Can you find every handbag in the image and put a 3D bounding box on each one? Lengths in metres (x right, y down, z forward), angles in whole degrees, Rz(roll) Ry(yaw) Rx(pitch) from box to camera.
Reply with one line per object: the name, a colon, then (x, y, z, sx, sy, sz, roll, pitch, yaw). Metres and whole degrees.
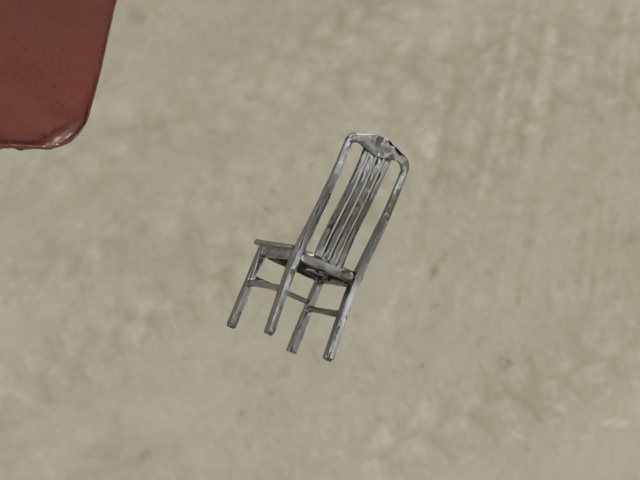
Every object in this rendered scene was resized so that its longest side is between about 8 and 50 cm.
handbag: (-0.275, -0.186, 1.042, 0.275, 0.260, 0.084, -3, 36, -32)

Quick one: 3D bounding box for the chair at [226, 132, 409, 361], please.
chair: (0.000, 0.000, 1.429, 0.101, 0.084, 0.213, 3, 70, 64)
